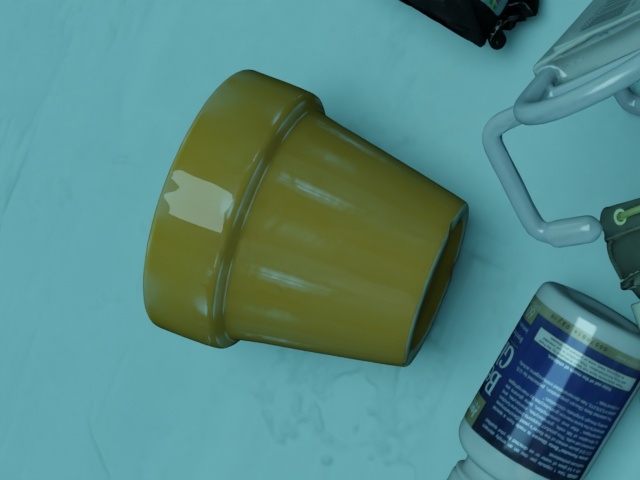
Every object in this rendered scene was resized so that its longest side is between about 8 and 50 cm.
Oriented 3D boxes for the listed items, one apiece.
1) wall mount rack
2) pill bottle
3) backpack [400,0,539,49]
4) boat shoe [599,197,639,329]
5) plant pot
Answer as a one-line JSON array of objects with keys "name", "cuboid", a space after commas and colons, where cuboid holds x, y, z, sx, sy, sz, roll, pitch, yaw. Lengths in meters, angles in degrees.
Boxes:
[{"name": "wall mount rack", "cuboid": [0.268, -0.118, 0.768, 0.304, 0.350, 0.130, -20, 106, 38]}, {"name": "pill bottle", "cuboid": [0.154, 0.122, 0.911, 0.094, 0.094, 0.169, 33, 101, 26]}, {"name": "backpack", "cuboid": [0.111, -0.252, 0.956, 0.152, 0.115, 0.182, 37, 100, 28]}, {"name": "boat shoe", "cuboid": [0.321, -0.041, 0.828, 0.305, 0.109, 0.091, -29, 78, 27]}, {"name": "plant pot", "cuboid": [0.000, 0.000, 0.960, 0.188, 0.205, 0.205, 20, 95, 12]}]
